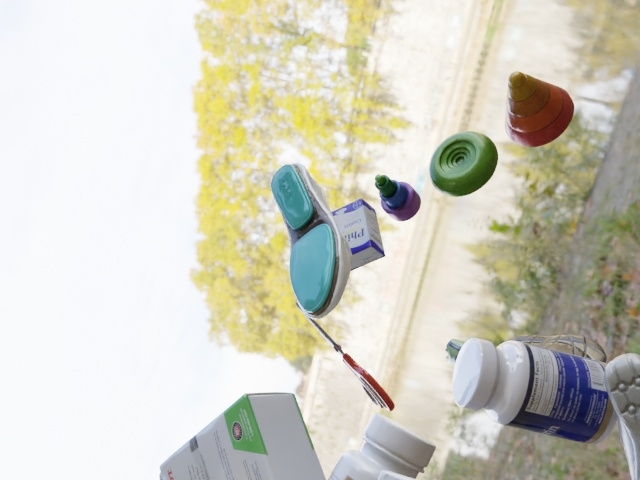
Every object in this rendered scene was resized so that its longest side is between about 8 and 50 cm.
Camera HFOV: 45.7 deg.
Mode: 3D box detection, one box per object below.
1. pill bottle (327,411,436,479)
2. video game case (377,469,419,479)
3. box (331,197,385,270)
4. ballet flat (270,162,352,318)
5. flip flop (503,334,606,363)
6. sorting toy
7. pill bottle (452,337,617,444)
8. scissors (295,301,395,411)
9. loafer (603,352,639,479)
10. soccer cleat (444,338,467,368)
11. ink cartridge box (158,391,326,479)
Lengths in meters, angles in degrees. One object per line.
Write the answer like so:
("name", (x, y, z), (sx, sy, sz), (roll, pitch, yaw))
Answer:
("pill bottle", (0.069, 0.373, 1.090), (0.229, 0.131, 0.131), (-61, -8, -7))
("video game case", (0.141, 0.268, 0.729), (0.019, 0.143, 0.157), (-67, -30, -24))
("box", (0.071, -0.008, 1.786), (0.072, 0.126, 0.137), (36, -144, -50))
("ballet flat", (0.000, 0.000, 1.564), (0.139, 0.139, 0.400), (97, 161, -47))
("flip flop", (0.565, 0.287, 1.850), (0.112, 0.277, 0.080), (-29, -73, -42))
("sorting toy", (0.239, -0.169, 1.276), (0.126, 0.365, 0.127), (38, -156, -48))
("pill bottle", (0.382, 0.264, 1.361), (0.153, 0.264, 0.153), (-165, 90, -82))
("scissors", (0.048, 0.230, 1.555), (0.021, 0.297, 0.109), (-37, -9, -13))
("loafer", (0.547, 0.338, 1.222), (0.111, 0.112, 0.320), (10, -115, -61))
("soccer cleat", (0.403, 0.337, 2.113), (0.093, 0.121, 0.289), (-52, -23, -11))
("ink cartridge box", (-0.140, 0.424, 1.328), (0.289, 0.121, 0.211), (-42, 57, 33))
